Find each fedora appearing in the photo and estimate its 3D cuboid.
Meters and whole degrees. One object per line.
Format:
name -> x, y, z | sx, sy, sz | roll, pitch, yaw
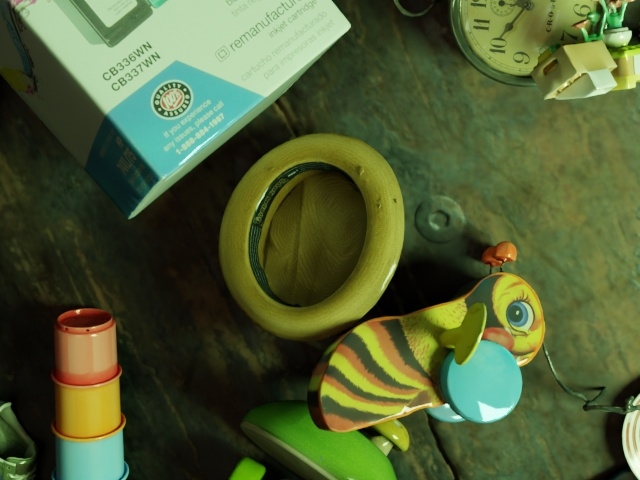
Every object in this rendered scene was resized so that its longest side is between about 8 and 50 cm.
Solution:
fedora -> 0.000, 0.000, 0.822 | 0.194, 0.079, 0.194 | -6, 74, 22

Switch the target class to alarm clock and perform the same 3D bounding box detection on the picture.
alarm clock -> 0.155, -0.199, 0.739 | 0.192, 0.064, 0.129 | 10, 110, 9

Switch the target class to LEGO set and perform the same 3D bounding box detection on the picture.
LEGO set -> 0.284, -0.178, 0.673 | 0.287, 0.132, 0.107 | -9, 100, -5

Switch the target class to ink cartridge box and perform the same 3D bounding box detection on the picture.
ink cartridge box -> -0.158, -0.192, 0.712 | 0.198, 0.197, 0.270 | -43, 98, -19

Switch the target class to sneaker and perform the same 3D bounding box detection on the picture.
sneaker -> -0.366, 0.271, 1.036 | 0.086, 0.064, 0.192 | -16, 99, 25

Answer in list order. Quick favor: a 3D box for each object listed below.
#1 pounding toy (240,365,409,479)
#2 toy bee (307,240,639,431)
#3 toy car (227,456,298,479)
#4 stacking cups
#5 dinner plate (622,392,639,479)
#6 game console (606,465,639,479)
pounding toy -> 0.042, 0.199, 0.866 | 0.237, 0.110, 0.183 | 18, 155, 44
toy bee -> 0.131, 0.086, 0.806 | 0.195, 0.298, 0.162 | -20, 71, 54
toy car -> -0.065, 0.346, 0.897 | 0.155, 0.188, 0.149 | 29, 131, 7
stacking cups -> -0.264, 0.232, 0.983 | 0.096, 0.096, 0.316 | 4, 107, 15
dinner plate -> 0.356, 0.184, 0.828 | 0.141, 0.017, 0.141 | 3, 105, 13
game console -> 0.301, 0.414, 0.844 | 0.293, 0.250, 0.173 | 46, 140, -2
